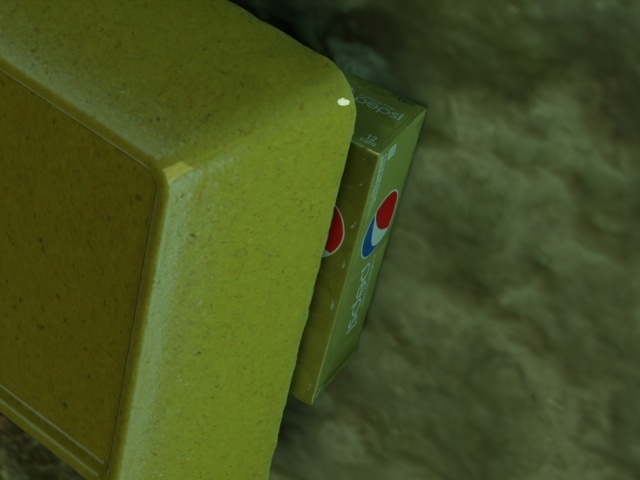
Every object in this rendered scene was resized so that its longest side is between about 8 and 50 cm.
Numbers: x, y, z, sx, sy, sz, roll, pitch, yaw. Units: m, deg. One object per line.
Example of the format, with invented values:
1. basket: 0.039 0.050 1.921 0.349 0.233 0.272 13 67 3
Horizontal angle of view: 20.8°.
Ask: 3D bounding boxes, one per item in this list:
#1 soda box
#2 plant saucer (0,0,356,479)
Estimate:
1. soda box: 0.000 0.000 0.952 0.061 0.058 0.181 26 130 15
2. plant saucer: -0.159 -0.016 0.977 0.333 0.081 0.333 32 131 23
